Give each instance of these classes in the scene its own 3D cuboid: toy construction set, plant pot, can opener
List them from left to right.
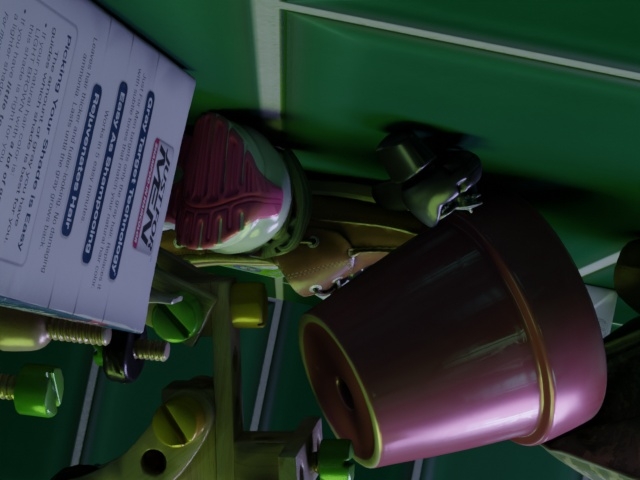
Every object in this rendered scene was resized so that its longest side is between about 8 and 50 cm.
[{"bbox_3d":[-0.094,0.099,1.221,0.237,0.258,0.309,6,162,12],"label":"toy construction set"},{"bbox_3d":[0.073,-0.045,1.182,0.059,0.073,0.186,-27,-179,-5],"label":"can opener"},{"bbox_3d":[0.091,0.081,1.279,0.180,0.201,0.201,-22,-174,-19],"label":"plant pot"}]

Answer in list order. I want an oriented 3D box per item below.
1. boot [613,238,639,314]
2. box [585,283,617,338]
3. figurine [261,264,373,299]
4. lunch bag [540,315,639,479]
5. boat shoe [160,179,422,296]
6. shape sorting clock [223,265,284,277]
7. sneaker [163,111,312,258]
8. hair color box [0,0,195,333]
[{"bbox_3d":[0.416,0.061,1.372,0.269,0.089,0.236,4,158,48],"label":"boot"},{"bbox_3d":[0.258,0.099,2.021,0.169,0.087,0.290,11,175,4],"label":"box"},{"bbox_3d":[0.027,0.020,1.780,0.209,0.092,0.215,26,167,-40],"label":"figurine"},{"bbox_3d":[0.338,0.167,1.359,0.235,0.169,0.287,29,160,-27],"label":"lunch bag"},{"bbox_3d":[0.000,0.000,1.448,0.307,0.104,0.111,10,174,15],"label":"boat shoe"},{"bbox_3d":[-0.084,0.010,2.042,0.206,0.040,0.206,10,171,2],"label":"shape sorting clock"},{"bbox_3d":[-0.054,-0.038,1.270,0.111,0.103,0.252,12,-177,-16],"label":"sneaker"},{"bbox_3d":[-0.185,-0.056,0.909,0.105,0.174,0.347,10,174,16],"label":"hair color box"}]
